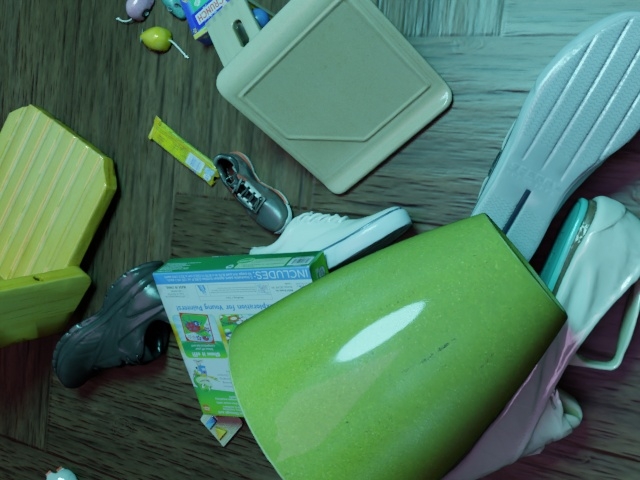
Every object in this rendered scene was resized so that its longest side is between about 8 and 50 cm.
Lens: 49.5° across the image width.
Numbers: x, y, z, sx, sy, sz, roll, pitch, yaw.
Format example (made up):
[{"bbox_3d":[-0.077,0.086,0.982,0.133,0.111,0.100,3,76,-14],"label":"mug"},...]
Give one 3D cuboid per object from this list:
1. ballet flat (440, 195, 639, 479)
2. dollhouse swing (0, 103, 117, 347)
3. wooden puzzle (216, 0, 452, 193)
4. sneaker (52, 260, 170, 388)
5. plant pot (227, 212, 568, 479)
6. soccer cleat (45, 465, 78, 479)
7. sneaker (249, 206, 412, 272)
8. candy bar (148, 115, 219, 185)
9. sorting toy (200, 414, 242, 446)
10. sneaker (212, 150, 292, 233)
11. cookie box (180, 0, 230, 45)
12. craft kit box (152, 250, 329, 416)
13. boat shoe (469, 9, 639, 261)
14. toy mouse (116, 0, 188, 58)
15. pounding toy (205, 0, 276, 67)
[{"bbox_3d":[0.272,0.145,0.814,0.139,0.139,0.401,31,104,23],"label":"ballet flat"},{"bbox_3d":[-0.567,-0.045,1.143,0.346,0.315,0.305,34,115,27],"label":"dollhouse swing"},{"bbox_3d":[0.019,-0.202,0.915,0.221,0.044,0.238,-39,115,22],"label":"wooden puzzle"},{"bbox_3d":[-0.326,0.164,1.126,0.286,0.109,0.130,-45,78,23],"label":"sneaker"},{"bbox_3d":[0.101,0.115,0.742,0.293,0.274,0.275,-39,74,15],"label":"plant pot"},{"bbox_3d":[-0.495,0.492,1.239,0.076,0.068,0.196,43,106,17],"label":"soccer cleat"},{"bbox_3d":[0.000,0.000,0.957,0.258,0.094,0.091,-26,82,25],"label":"sneaker"},{"bbox_3d":[-0.219,-0.143,1.108,0.161,0.018,0.040,37,110,21],"label":"candy bar"},{"bbox_3d":[-0.149,0.274,1.085,0.062,0.012,0.083,45,110,19],"label":"sorting toy"},{"bbox_3d":[-0.109,-0.069,1.027,0.158,0.065,0.061,47,110,19],"label":"sneaker"},{"bbox_3d":[-0.167,-0.372,1.064,0.091,0.040,0.107,-26,80,24],"label":"cookie box"},{"bbox_3d":[-0.087,0.138,0.972,0.249,0.061,0.247,-3,112,25],"label":"craft kit box"},{"bbox_3d":[0.261,-0.112,0.804,0.121,0.119,0.335,32,110,-4],"label":"boat shoe"},{"bbox_3d":[-0.268,-0.381,1.120,0.160,0.031,0.143,19,99,26],"label":"toy mouse"},{"bbox_3d":[-0.064,-0.261,0.975,0.100,0.130,0.141,-35,68,24],"label":"pounding toy"}]
